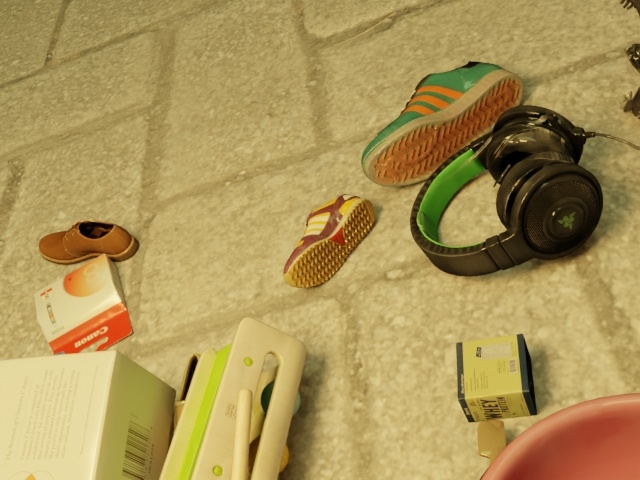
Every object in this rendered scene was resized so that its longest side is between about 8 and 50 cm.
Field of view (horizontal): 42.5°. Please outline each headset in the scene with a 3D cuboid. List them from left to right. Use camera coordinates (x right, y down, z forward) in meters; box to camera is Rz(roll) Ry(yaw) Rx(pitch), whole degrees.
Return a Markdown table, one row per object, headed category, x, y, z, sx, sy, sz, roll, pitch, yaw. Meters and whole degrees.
| category | x | y | z | sx | sy | sz | roll | pitch | yaw |
| --- | --- | --- | --- | --- | --- | --- | --- | --- | --- |
| headset | 0.287 | -0.106 | 1.106 | 0.394 | 0.185 | 0.243 | -26 | 35 | 23 |

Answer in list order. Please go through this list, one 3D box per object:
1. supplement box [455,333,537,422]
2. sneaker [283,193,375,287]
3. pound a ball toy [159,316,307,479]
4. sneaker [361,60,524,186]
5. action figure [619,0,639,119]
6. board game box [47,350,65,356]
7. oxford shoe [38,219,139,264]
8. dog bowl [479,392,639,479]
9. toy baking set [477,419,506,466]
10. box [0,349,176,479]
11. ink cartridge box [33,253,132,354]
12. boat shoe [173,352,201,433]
| category | x | y | z | sx | sy | sz | roll | pitch | yaw |
| --- | --- | --- | --- | --- | --- | --- | --- | --- | --- |
| supplement box | 0.211 | 0.166 | 0.991 | 0.083 | 0.056 | 0.083 | -11 | 46 | 18 |
| sneaker | 0.000 | 0.000 | 1.259 | 0.185 | 0.069 | 0.084 | -42 | 35 | -23 |
| pound a ball toy | -0.083 | 0.251 | 0.980 | 0.208 | 0.136 | 0.319 | -41 | 28 | 44 |
| sneaker | 0.176 | -0.192 | 1.323 | 0.302 | 0.108 | 0.121 | -32 | 41 | -16 |
| action figure | 0.515 | -0.238 | 1.168 | 0.164 | 0.141 | 0.275 | -7 | 73 | 11 |
| board game box | -0.450 | 0.245 | 1.272 | 0.169 | 0.033 | 0.133 | -19 | 37 | 28 |
| oxford shoe | -0.429 | -0.006 | 1.475 | 0.212 | 0.076 | 0.076 | -5 | 49 | 26 |
| dog bowl | 0.296 | 0.312 | 0.708 | 0.408 | 0.150 | 0.408 | -10 | 47 | 11 |
| toy baking set | 0.259 | 0.295 | 0.867 | 0.256 | 0.030 | 0.196 | 19 | 54 | 31 |
| box | -0.387 | 0.281 | 1.068 | 0.345 | 0.168 | 0.215 | -7 | 60 | 17 |
| ink cartridge box | -0.397 | 0.119 | 1.361 | 0.145 | 0.045 | 0.179 | -30 | 40 | 0 |
| boat shoe | -0.174 | 0.238 | 1.109 | 0.068 | 0.072 | 0.190 | -17 | 44 | 12 |
